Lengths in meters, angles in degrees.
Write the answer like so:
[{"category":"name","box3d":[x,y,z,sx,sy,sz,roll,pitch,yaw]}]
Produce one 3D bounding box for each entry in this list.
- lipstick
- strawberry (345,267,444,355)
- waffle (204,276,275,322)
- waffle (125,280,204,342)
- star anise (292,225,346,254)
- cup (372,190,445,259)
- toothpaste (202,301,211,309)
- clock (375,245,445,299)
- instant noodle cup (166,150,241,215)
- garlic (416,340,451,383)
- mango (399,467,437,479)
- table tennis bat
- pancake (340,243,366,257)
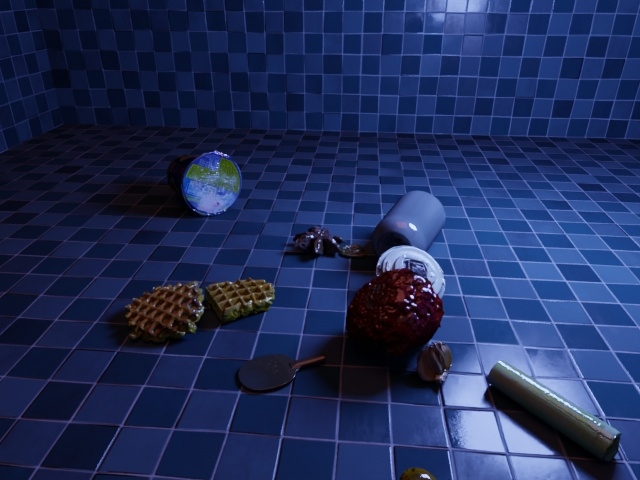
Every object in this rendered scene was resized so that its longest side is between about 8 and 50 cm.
[{"category":"lipstick","box3d":[0.536,0.387,1.173,0.076,0.076,0.304,-18,33,-32]},{"category":"strawberry","box3d":[0.209,0.185,1.386,0.273,0.221,0.274,2,5,0]},{"category":"waffle","box3d":[-0.239,0.178,1.591,0.210,0.055,0.160,-10,29,-28]},{"category":"waffle","box3d":[-0.464,0.209,1.509,0.237,0.059,0.243,-17,36,-5]},{"category":"star anise","box3d":[-0.016,0.001,1.922,0.196,0.073,0.212,-12,27,-27]},{"category":"cup","box3d":[0.321,-0.038,1.857,0.205,0.206,0.312,13,30,24]},{"category":"toothpaste","box3d":[-0.410,0.212,1.566,0.139,0.021,0.037,-7,26,-19]},{"category":"clock","box3d":[0.295,0.109,1.617,0.236,0.053,0.237,5,56,-8]},{"category":"instant noodle cup","box3d":[-0.551,-0.278,2.283,0.284,0.285,0.312,-18,24,-31]},{"category":"garlic","box3d":[0.293,0.314,1.312,0.113,0.094,0.074,-28,-3,-34]},{"category":"mango","box3d":[0.202,0.496,0.983,0.078,0.057,0.114,-13,38,-32]},{"category":"table tennis bat","box3d":[-0.100,0.338,1.328,0.234,0.022,0.131,-10,28,-15]},{"category":"pancake","box3d":[0.123,0.040,1.909,0.107,0.017,0.108,1,23,-1]}]
